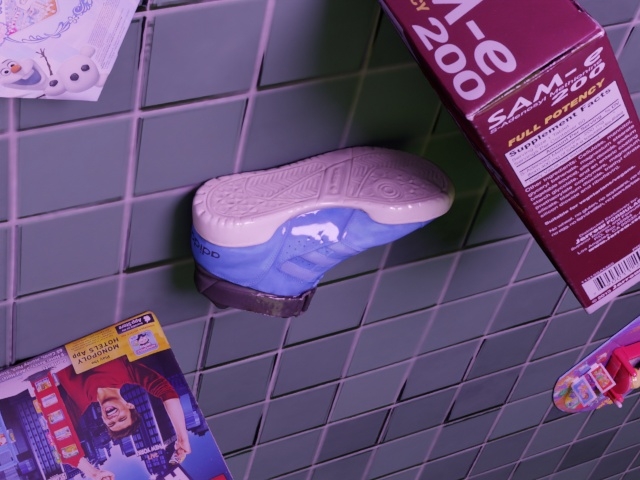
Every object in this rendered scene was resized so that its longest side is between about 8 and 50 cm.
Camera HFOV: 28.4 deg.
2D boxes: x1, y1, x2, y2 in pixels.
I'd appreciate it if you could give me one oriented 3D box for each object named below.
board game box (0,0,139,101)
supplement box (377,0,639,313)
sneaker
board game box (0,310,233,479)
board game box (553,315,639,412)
[{"bbox_3d":[-0.122,-0.099,0.530,0.090,0.020,0.090,-2,138,-38],"label":"board game box"},{"bbox_3d":[0.108,-0.068,0.653,0.073,0.130,0.239,-34,146,7],"label":"supplement box"},{"bbox_3d":[0.000,-0.001,0.721,0.152,0.058,0.085,-11,137,-20],"label":"sneaker"},{"bbox_3d":[-0.145,0.161,0.703,0.194,0.194,0.060,-22,146,-12],"label":"board game box"},{"bbox_3d":[0.290,0.115,1.133,0.168,0.033,0.133,-41,146,17],"label":"board game box"}]
